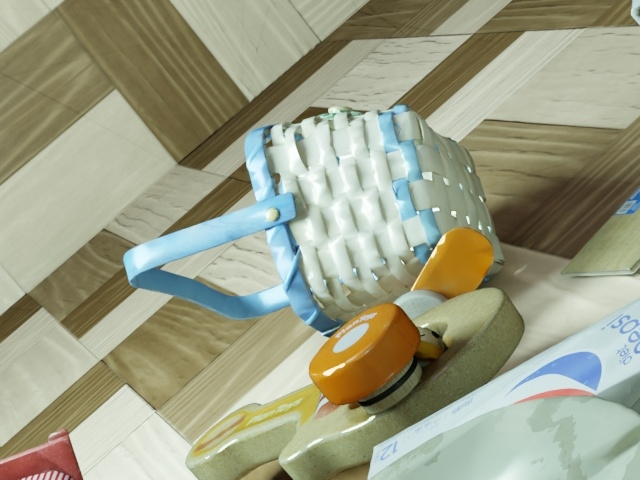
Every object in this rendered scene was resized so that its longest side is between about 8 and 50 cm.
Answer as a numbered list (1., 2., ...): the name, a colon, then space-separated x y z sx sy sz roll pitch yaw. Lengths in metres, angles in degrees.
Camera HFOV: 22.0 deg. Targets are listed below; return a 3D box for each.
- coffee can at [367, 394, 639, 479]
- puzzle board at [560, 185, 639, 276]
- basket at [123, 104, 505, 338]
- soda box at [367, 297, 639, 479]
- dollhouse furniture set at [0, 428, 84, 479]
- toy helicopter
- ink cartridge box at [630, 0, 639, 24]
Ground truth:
1. coffee can: 0.109 0.220 0.573 0.201 0.275 0.201 -35 16 12
2. puzzle board: 0.266 -0.013 1.354 0.128 0.011 0.096 -44 16 -22
3. basket: 0.000 0.000 1.472 0.289 0.201 0.255 -24 -17 16
4. soda box: 0.167 0.124 1.037 0.286 0.098 0.091 -31 18 22
5. dollhouse furniture set: -0.356 0.322 1.365 0.374 0.152 0.201 -22 16 -4
6. toy helicopter: 0.021 0.118 1.314 0.355 0.140 0.235 -27 18 43
7. ink cartridge box: 0.346 -0.149 1.059 0.160 0.279 0.385 -31 17 27
